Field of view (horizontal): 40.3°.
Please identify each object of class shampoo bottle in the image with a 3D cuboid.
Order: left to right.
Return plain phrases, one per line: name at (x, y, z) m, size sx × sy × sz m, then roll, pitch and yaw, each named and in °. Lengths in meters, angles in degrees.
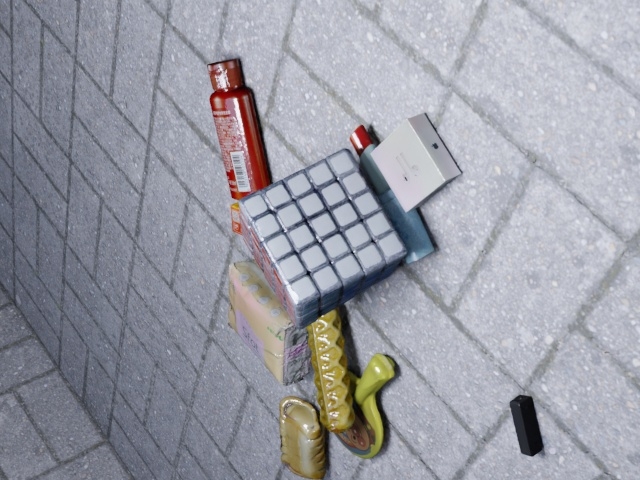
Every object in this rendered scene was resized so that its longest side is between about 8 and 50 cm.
shampoo bottle at (-0.186, -0.244, 1.950) m, size 0.118 × 0.076 × 0.314 m, roll 10°, pitch 117°, yaw 51°

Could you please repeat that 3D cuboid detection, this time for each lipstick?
lipstick at (0.127, -0.090, 1.643) m, size 0.068 × 0.061 × 0.274 m, roll -31°, pitch 85°, yaw 48°

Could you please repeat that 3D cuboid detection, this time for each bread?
bread at (-0.040, 0.500, 2.192) m, size 0.134 × 0.081 × 0.225 m, roll 25°, pitch 126°, yaw 37°
bread at (0.016, 0.246, 1.925) m, size 0.084 × 0.077 × 0.367 m, roll -8°, pitch 90°, yaw 14°

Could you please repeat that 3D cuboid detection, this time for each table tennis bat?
table tennis bat at (0.086, 0.364, 1.971) m, size 0.224 × 0.054 × 0.368 m, roll 55°, pitch 146°, yaw 21°

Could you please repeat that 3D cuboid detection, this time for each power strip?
power strip at (0.375, 0.337, 1.591) m, size 0.029 × 0.038 × 0.111 m, roll 1°, pitch 109°, yaw 53°

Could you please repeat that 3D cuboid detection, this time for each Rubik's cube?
Rubik's cube at (0.000, 0.000, 1.660) m, size 0.238 × 0.237 × 0.237 m, roll 59°, pitch 171°, yaw 11°

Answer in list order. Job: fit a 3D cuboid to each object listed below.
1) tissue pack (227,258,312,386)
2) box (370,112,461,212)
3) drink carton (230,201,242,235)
tissue pack at (-0.120, 0.188, 2.079) m, size 0.257 × 0.123 × 0.215 m, roll 44°, pitch 142°, yaw 39°
box at (0.170, -0.139, 1.568) m, size 0.129 × 0.051 × 0.130 m, roll 60°, pitch 145°, yaw 9°
drink carton at (-0.100, -0.034, 1.942) m, size 0.223 × 0.096 × 0.071 m, roll 24°, pitch 127°, yaw 44°
